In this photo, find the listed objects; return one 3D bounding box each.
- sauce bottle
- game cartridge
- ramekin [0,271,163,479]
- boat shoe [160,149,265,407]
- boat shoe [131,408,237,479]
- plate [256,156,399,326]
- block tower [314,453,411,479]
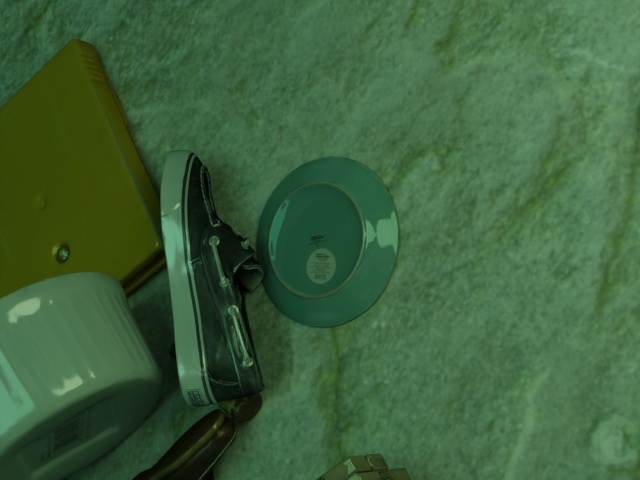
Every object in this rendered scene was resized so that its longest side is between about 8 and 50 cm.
[{"bbox_3d":[-0.120,0.154,1.423,0.128,0.042,0.042,37,105,34],"label":"sauce bottle"},{"bbox_3d":[-0.334,-0.045,1.595,0.285,0.052,0.324,-37,62,25],"label":"game cartridge"},{"bbox_3d":[-0.310,0.171,1.417,0.277,0.277,0.135,-44,70,22],"label":"ramekin"},{"bbox_3d":[-0.113,0.032,1.402,0.102,0.108,0.301,-11,64,5],"label":"boat shoe"},{"bbox_3d":[-0.157,0.270,1.421,0.073,0.073,0.207,43,116,-9],"label":"boat shoe"},{"bbox_3d":[0.000,0.000,1.371,0.188,0.024,0.188,-5,80,33],"label":"plate"},{"bbox_3d":[0.096,0.360,1.152,0.097,0.091,0.335,-40,65,25],"label":"block tower"}]
